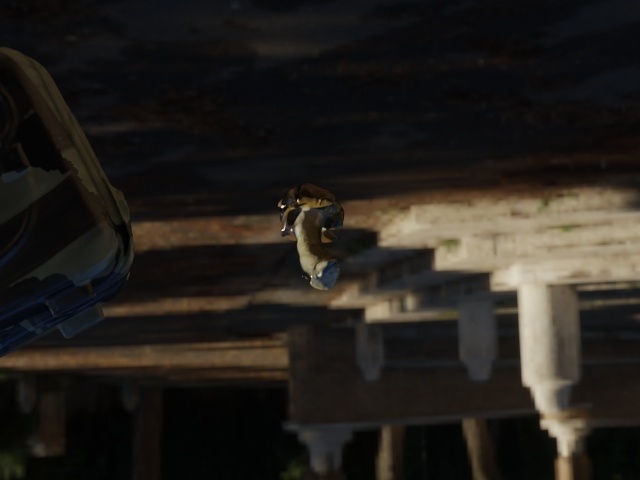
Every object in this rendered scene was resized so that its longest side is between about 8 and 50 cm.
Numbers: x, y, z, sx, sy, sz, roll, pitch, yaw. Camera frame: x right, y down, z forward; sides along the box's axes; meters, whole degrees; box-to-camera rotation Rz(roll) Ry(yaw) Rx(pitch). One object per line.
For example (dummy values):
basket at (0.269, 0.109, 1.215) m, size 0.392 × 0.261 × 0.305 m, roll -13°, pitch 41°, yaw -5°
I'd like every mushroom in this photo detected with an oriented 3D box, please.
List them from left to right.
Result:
mushroom at (0.000, 0.000, 1.077) m, size 0.061 × 0.060 × 0.187 m, roll 1°, pitch -157°, yaw -10°

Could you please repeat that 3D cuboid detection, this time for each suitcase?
suitcase at (-0.380, -0.029, 1.180) m, size 0.351 × 0.339 × 0.194 m, roll -27°, pitch 168°, yaw -8°
